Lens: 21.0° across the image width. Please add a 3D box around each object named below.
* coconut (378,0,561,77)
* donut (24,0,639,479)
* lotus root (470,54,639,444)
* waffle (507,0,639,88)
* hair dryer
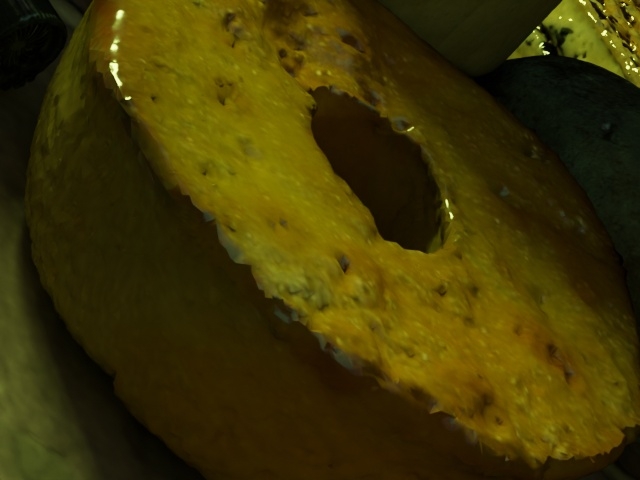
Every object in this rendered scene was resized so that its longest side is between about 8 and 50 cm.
[{"bbox_3d":[0.046,-0.247,0.922,0.323,0.323,0.323,36,26,-20],"label":"coconut"},{"bbox_3d":[0.000,0.000,0.723,0.303,0.110,0.303,34,28,-21],"label":"donut"},{"bbox_3d":[0.157,-0.019,0.967,0.158,0.140,0.322,19,33,-45],"label":"lotus root"},{"bbox_3d":[0.265,-0.103,1.330,0.308,0.091,0.212,20,34,-44],"label":"waffle"},{"bbox_3d":[-0.130,-0.136,0.808,0.195,0.050,0.173,8,45,-58],"label":"hair dryer"}]
